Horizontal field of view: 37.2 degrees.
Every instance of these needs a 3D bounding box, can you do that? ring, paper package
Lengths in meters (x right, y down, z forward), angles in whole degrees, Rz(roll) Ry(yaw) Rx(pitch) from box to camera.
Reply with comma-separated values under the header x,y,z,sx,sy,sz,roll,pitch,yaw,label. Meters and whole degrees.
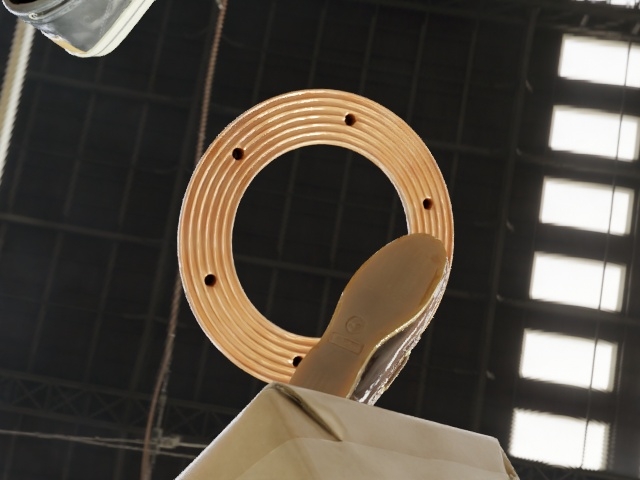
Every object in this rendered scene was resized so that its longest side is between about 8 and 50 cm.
x,y,z,sx,sy,sz,roll,pitch,yaw,label
0.000,0.000,1.073,0.336,0.032,0.337,-1,-88,-24,ring
-0.013,0.282,0.667,0.325,0.309,0.168,-47,-129,17,paper package

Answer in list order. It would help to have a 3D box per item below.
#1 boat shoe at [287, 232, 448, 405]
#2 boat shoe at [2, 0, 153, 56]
x,y,z,sx,sy,sz,roll,pitch,yaw,label
0.042,0.087,0.823,0.073,0.073,0.207,31,-107,31,boat shoe
-0.224,-0.438,1.162,0.500,0.156,0.187,-46,-124,25,boat shoe
